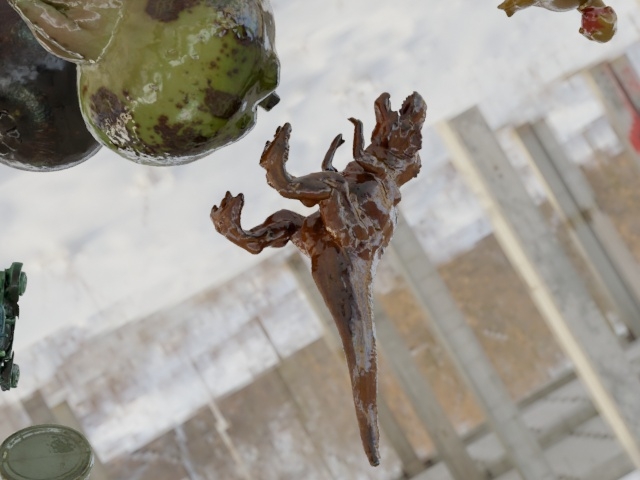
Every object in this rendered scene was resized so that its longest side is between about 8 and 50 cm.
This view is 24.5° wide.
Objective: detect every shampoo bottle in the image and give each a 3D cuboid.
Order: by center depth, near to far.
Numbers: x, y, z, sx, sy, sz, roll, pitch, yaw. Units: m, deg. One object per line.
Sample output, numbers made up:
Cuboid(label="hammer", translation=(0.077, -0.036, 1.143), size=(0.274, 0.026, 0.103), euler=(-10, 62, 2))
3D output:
Cuboid(label="shampoo bottle", translation=(-0.352, 0.310, 1.875), size=(0.118, 0.087, 0.234), euler=(-6, 155, -15))

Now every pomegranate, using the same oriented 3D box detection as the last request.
Cuboid(label="pomegranate", translation=(-0.165, -0.192, 1.446), size=(0.276, 0.204, 0.222), euler=(28, 82, -56))

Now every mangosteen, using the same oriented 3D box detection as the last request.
Cuboid(label="mangosteen", translation=(-0.452, -0.271, 2.355), size=(0.330, 0.330, 0.330), euler=(-30, 177, -1))

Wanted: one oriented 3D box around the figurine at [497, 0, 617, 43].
Cuboid(label="figurine", translation=(0.219, -0.226, 1.312), size=(0.121, 0.122, 0.176), euler=(-41, 173, 16))

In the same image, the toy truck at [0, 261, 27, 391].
Cuboid(label="toy truck", translation=(-0.392, 0.098, 1.729), size=(0.080, 0.154, 0.078), euler=(4, 172, -1))

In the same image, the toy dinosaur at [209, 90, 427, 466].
Cuboid(label="toy dinosaur", translation=(0.000, 0.000, 1.457), size=(0.097, 0.208, 0.432), euler=(-39, -150, 54))
